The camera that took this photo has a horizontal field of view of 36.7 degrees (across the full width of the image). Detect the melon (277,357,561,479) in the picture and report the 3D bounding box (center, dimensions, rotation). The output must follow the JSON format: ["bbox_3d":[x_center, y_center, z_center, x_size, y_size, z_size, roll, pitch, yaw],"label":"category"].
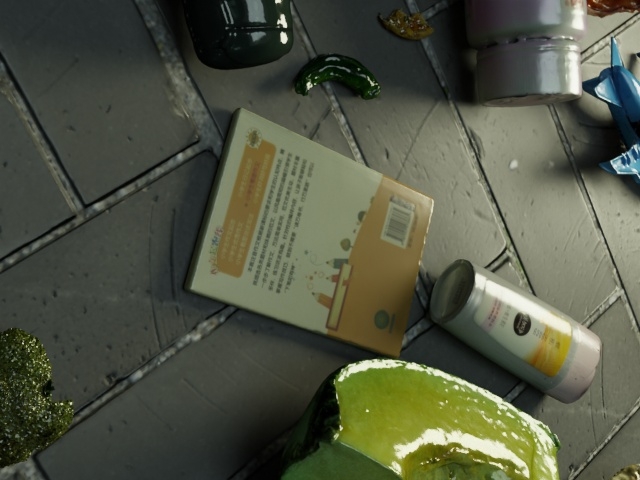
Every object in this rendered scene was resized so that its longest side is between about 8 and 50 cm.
[{"bbox_3d":[0.103,0.275,1.059,0.343,0.226,0.331,40,79,-14],"label":"melon"}]

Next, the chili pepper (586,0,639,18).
[{"bbox_3d":[0.434,-0.479,1.285,0.251,0.229,0.306,33,66,-68],"label":"chili pepper"}]

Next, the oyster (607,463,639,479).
[{"bbox_3d":[0.387,0.464,1.318,0.275,0.100,0.271,-28,120,-37],"label":"oyster"}]

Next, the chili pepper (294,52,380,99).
[{"bbox_3d":[0.020,-0.191,1.108,0.118,0.035,0.056,-3,74,-39],"label":"chili pepper"}]

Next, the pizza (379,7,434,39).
[{"bbox_3d":[0.106,-0.265,1.180,0.083,0.016,0.037,6,79,-33],"label":"pizza"}]

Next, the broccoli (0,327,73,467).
[{"bbox_3d":[-0.284,0.133,0.847,0.130,0.131,0.120,60,20,-4],"label":"broccoli"}]

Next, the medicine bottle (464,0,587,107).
[{"bbox_3d":[0.254,-0.300,1.203,0.152,0.152,0.255,-5,93,-35],"label":"medicine bottle"}]

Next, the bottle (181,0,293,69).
[{"bbox_3d":[-0.097,-0.342,0.963,0.144,0.144,0.336,-15,98,-34],"label":"bottle"}]

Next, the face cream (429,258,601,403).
[{"bbox_3d":[0.257,0.117,1.247,0.269,0.073,0.107,31,80,-32],"label":"face cream"}]

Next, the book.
[{"bbox_3d":[0.000,0.000,1.099,0.295,0.020,0.208,22,77,-33],"label":"book"}]

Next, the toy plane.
[{"bbox_3d":[0.472,-0.155,1.388,0.271,0.105,0.254,45,51,-22],"label":"toy plane"}]
